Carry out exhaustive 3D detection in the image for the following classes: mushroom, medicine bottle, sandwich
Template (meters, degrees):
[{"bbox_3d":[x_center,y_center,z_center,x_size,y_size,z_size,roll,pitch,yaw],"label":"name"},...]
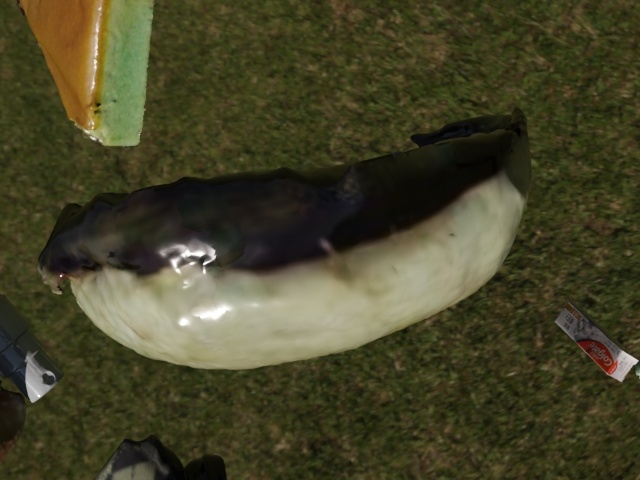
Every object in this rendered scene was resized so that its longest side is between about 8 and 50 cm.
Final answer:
[{"bbox_3d":[0.001,0.002,0.632,0.248,0.344,0.129,-13,92,50],"label":"mushroom"},{"bbox_3d":[-0.405,0.027,0.976,0.110,0.110,0.352,-33,103,32],"label":"medicine bottle"},{"bbox_3d":[-0.170,-0.226,0.709,0.212,0.063,0.245,-44,66,48],"label":"sandwich"}]

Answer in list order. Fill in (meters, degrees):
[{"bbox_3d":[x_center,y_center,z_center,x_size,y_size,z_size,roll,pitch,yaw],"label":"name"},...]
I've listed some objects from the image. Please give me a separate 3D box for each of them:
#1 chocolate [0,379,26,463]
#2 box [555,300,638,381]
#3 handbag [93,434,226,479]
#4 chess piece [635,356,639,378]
[{"bbox_3d":[-0.394,0.202,0.900,0.161,0.261,0.083,-36,67,8],"label":"chocolate"},{"bbox_3d":[0.512,0.185,1.748,0.055,0.040,0.218,-57,21,13],"label":"box"},{"bbox_3d":[-0.106,0.352,0.604,0.316,0.180,0.416,-56,37,3],"label":"handbag"},{"bbox_3d":[0.769,0.229,1.805,0.299,0.195,0.194,-32,74,41],"label":"chess piece"}]
